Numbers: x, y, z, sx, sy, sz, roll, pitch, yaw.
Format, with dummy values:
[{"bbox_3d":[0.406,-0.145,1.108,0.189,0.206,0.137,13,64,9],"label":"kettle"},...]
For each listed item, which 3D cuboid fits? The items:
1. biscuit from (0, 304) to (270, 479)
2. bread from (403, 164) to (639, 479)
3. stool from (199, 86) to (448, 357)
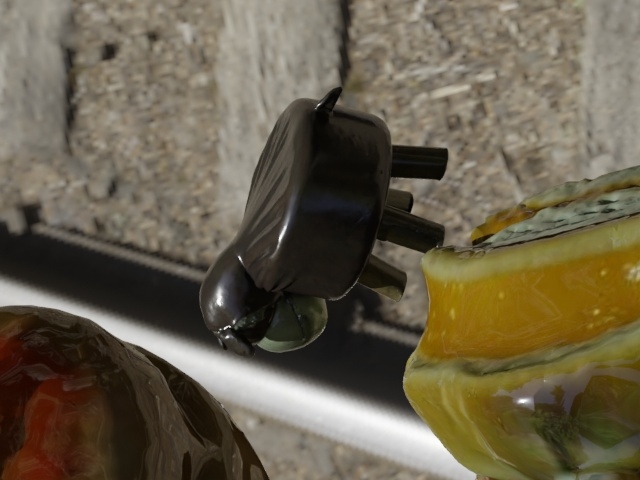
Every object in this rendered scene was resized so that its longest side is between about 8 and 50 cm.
[{"bbox_3d":[-0.060,0.209,0.265,0.368,0.076,0.394,-39,59,0],"label":"biscuit"},{"bbox_3d":[0.213,0.132,0.974,0.300,0.210,0.341,-8,119,41],"label":"bread"},{"bbox_3d":[0.000,0.000,1.143,0.125,0.121,0.217,-104,35,-58],"label":"stool"}]
